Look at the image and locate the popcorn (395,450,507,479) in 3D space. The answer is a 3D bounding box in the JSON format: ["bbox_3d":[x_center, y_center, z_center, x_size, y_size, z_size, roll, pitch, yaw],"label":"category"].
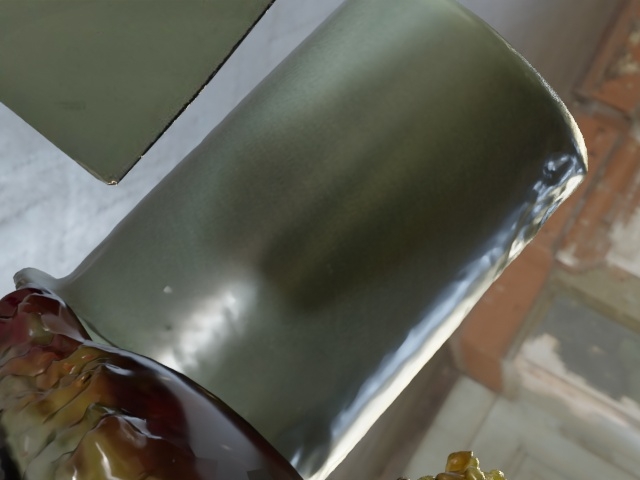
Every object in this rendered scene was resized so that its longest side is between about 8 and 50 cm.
[{"bbox_3d":[0.072,0.152,0.745,0.057,0.082,0.083,143,-42,-72],"label":"popcorn"}]

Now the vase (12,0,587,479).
[{"bbox_3d":[0.000,0.000,0.845,0.291,0.245,0.245,-48,155,-7],"label":"vase"}]

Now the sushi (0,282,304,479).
[{"bbox_3d":[-0.077,0.131,0.357,0.212,0.215,0.227,-39,-171,-10],"label":"sushi"}]

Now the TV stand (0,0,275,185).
[{"bbox_3d":[-0.009,-0.138,0.413,0.269,0.083,0.088,-46,-172,37],"label":"TV stand"}]
